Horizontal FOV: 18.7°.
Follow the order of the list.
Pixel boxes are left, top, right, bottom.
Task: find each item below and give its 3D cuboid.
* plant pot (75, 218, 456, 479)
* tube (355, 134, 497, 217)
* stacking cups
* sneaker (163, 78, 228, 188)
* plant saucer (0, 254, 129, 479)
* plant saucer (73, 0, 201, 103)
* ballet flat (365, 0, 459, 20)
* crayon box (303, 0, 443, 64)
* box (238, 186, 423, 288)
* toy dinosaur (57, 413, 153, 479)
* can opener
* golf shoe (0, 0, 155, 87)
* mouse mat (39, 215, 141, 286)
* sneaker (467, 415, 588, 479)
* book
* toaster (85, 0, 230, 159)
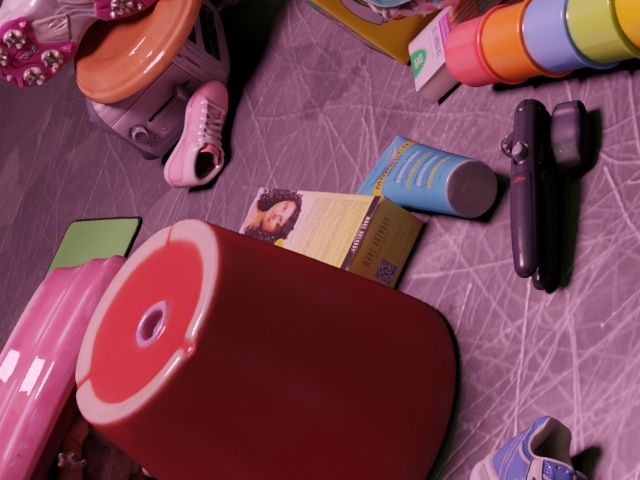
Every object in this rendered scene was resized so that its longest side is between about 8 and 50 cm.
[{"bbox_3d":[-0.059,0.121,1.679,0.275,0.243,0.275,-36,36,32],"label":"plant pot"},{"bbox_3d":[0.095,-0.058,1.823,0.080,0.052,0.207,-51,22,-10],"label":"tube"},{"bbox_3d":[0.222,-0.194,1.704,0.316,0.096,0.096,-4,59,56],"label":"stacking cups"},{"bbox_3d":[-0.127,-0.120,2.212,0.070,0.051,0.134,6,70,56],"label":"sneaker"},{"bbox_3d":[-0.294,0.157,2.023,0.332,0.084,0.332,-64,2,4],"label":"plant saucer"},{"bbox_3d":[-0.218,-0.251,2.245,0.200,0.037,0.200,-28,44,30],"label":"plant saucer"},{"bbox_3d":[0.207,-0.320,1.795,0.409,0.147,0.147,-16,48,33],"label":"ballet flat"},{"bbox_3d":[0.024,-0.401,1.927,0.313,0.363,0.106,-55,29,4],"label":"crayon box"},{"bbox_3d":[0.000,0.000,1.894,0.232,0.058,0.087,5,66,57],"label":"box"},{"bbox_3d":[-0.199,0.189,1.967,0.296,0.127,0.200,-56,15,37],"label":"toy dinosaur"},{"bbox_3d":[0.183,-0.044,1.654,0.073,0.059,0.186,-26,42,43],"label":"can opener"},{"bbox_3d":[-0.272,-0.303,2.225,0.306,0.115,0.140,-31,39,27],"label":"golf shoe"},{"bbox_3d":[-0.288,0.039,2.351,0.189,0.007,0.153,-1,62,55],"label":"mouse mat"},{"bbox_3d":[0.167,0.208,1.417,0.081,0.080,0.211,-50,31,20],"label":"sneaker"},{"bbox_3d":[0.146,-0.211,1.905,0.144,0.035,0.096,-45,27,24],"label":"book"},{"bbox_3d":[-0.196,-0.217,2.333,0.146,0.129,0.227,-40,35,23],"label":"toaster"}]
